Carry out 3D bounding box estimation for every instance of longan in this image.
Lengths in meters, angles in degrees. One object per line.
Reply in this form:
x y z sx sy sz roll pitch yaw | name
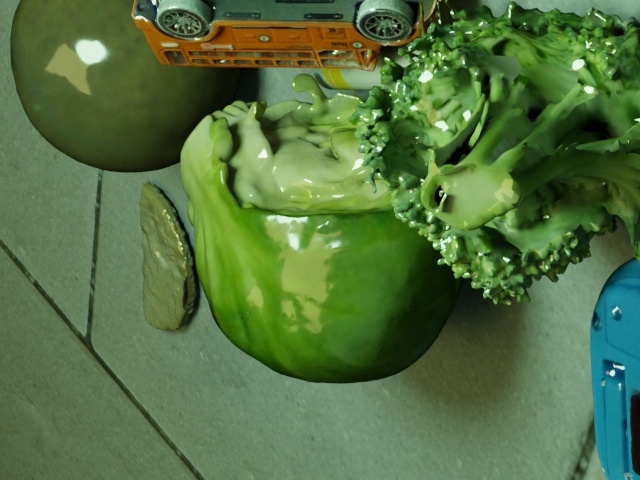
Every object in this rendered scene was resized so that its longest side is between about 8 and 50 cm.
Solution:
-0.255 -0.241 2.168 0.319 0.319 0.318 33 133 44 | longan

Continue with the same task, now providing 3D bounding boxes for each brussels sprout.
0.000 0.000 1.914 0.371 0.276 0.314 38 137 33 | brussels sprout

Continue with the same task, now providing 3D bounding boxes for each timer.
0.395 0.174 1.585 0.340 0.115 0.309 24 129 48 | timer

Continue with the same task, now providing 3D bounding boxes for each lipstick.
0.088 -0.198 1.880 0.264 0.059 0.059 7 114 55 | lipstick

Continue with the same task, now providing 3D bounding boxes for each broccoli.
0.203 -0.059 1.573 0.375 0.302 0.249 16 139 20 | broccoli

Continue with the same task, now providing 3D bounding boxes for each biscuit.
-0.226 0.044 2.510 0.133 0.032 0.250 35 134 42 | biscuit

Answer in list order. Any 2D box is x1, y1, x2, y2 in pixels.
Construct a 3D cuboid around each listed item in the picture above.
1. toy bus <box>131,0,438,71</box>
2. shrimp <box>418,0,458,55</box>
-0.026 -0.264 1.824 0.153 0.329 0.143 71 -157 -60 | toy bus
0.168 -0.142 1.734 0.150 0.068 0.248 -17 115 23 | shrimp
